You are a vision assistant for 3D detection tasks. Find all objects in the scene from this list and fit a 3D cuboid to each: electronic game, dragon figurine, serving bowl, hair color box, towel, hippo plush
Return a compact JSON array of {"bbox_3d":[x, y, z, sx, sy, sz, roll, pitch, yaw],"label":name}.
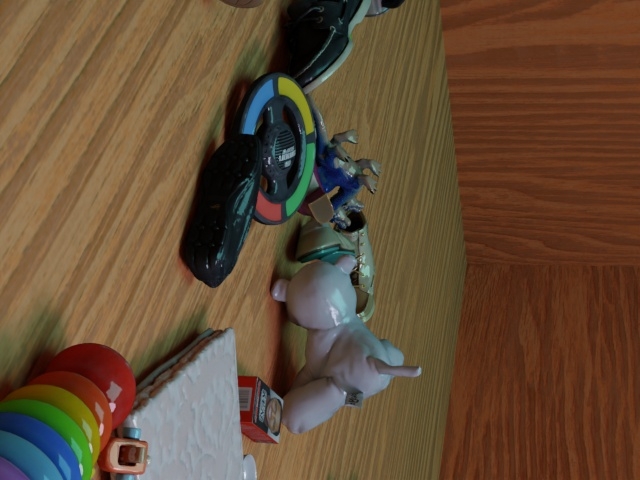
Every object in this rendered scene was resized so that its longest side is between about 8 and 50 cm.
[{"bbox_3d":[-0.067,-0.137,1.515,0.229,0.048,0.229,-19,112,-61],"label":"electronic game"},{"bbox_3d":[0.011,-0.132,1.802,0.289,0.144,0.085,45,42,-34],"label":"dragon figurine"},{"bbox_3d":[-0.118,0.351,1.461,0.083,0.027,0.083,0,90,-75],"label":"serving bowl"},{"bbox_3d":[-0.096,0.254,1.508,0.141,0.043,0.072,59,33,-64],"label":"hair color box"},{"bbox_3d":[-0.168,0.297,1.225,0.332,0.053,0.317,-37,125,-71],"label":"towel"},{"bbox_3d":[-0.003,0.164,1.658,0.237,0.234,0.294,61,-2,4],"label":"hippo plush"}]

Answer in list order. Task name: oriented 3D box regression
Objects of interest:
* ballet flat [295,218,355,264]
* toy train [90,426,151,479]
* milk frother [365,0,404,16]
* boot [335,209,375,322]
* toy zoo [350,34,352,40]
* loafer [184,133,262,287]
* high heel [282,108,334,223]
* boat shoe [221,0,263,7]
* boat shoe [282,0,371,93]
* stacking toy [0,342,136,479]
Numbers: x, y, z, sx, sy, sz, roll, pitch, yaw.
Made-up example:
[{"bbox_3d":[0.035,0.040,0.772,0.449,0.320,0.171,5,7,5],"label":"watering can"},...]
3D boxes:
[{"bbox_3d":[0.000,0.000,1.822,0.248,0.086,0.086,18,73,-76],"label":"ballet flat"},{"bbox_3d":[-0.213,0.259,0.980,0.125,0.046,0.166,26,64,-43],"label":"toy train"},{"bbox_3d":[0.081,-0.490,1.954,0.143,0.129,0.135,-34,138,-17],"label":"milk frother"},{"bbox_3d":[0.068,0.053,2.055,0.213,0.077,0.165,-79,163,-51],"label":"boot"},{"bbox_3d":[0.017,-0.497,1.920,0.192,0.030,0.293,-58,145,-63],"label":"toy zoo"},{"bbox_3d":[-0.125,-0.042,1.340,0.078,0.076,0.223,76,25,-58],"label":"loafer"},{"bbox_3d":[-0.046,-0.146,1.680,0.244,0.082,0.117,63,-11,-29],"label":"high heel"},{"bbox_3d":[-0.128,-0.413,1.254,0.285,0.102,0.092,60,38,-52],"label":"boat shoe"},{"bbox_3d":[-0.007,-0.365,1.699,0.113,0.127,0.340,49,42,-23],"label":"boat shoe"},{"bbox_3d":[-0.238,0.173,0.836,0.330,0.141,0.141,-65,152,-69],"label":"stacking toy"}]
